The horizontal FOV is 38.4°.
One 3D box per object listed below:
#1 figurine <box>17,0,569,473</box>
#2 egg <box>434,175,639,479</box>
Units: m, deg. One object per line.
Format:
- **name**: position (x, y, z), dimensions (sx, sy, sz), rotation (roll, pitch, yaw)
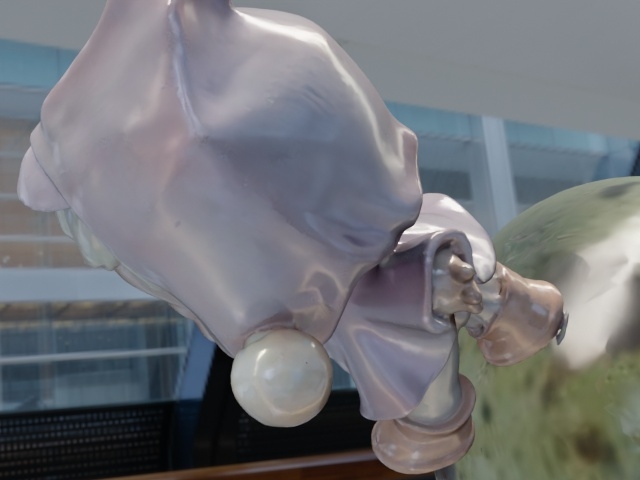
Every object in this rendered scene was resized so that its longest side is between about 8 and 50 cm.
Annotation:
- **figurine**: position (0.000, -0.001, 0.404), dimensions (0.133, 0.200, 0.276), rotation (-41, -57, 17)
- **egg**: position (0.256, 0.118, 0.733), dimensions (0.345, 0.345, 0.428), rotation (-8, 32, 12)
